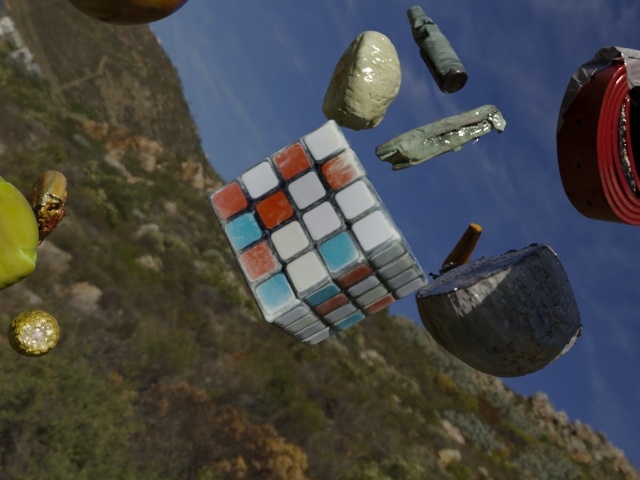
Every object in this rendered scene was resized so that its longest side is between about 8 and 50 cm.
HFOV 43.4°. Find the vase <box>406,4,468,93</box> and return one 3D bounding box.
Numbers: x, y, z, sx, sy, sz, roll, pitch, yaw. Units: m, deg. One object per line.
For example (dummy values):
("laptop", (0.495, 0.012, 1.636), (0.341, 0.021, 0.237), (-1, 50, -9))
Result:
("vase", (0.214, -0.373, 1.539), (0.060, 0.060, 0.211), (87, -16, -57))

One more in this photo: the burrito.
("burrito", (0.273, -0.237, 1.841), (0.096, 0.309, 0.066), (-114, -174, -48))

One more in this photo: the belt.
("belt", (0.551, -0.192, 1.473), (0.115, 0.227, 0.323), (17, -65, 61))

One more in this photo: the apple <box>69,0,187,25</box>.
("apple", (-0.283, -0.436, 1.177), (0.237, 0.207, 0.237), (21, -48, 25))

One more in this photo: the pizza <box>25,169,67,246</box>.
("pizza", (-0.637, -0.050, 1.826), (0.081, 0.228, 0.289), (32, -11, -25))

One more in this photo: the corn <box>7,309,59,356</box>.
("corn", (-0.574, 0.187, 1.609), (0.101, 0.101, 0.310), (68, -17, -3))

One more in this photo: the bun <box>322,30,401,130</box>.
("bun", (0.108, -0.367, 1.915), (0.244, 0.153, 0.243), (-161, -90, -79))

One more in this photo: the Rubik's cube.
("Rubik's cube", (0.000, -0.001, 1.367), (0.256, 0.253, 0.259), (62, 7, 24))

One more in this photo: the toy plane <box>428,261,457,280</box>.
("toy plane", (0.272, 0.104, 1.753), (0.082, 0.160, 0.234), (22, -26, -2))

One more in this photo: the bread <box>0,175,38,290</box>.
("bread", (-0.500, 0.034, 0.867), (0.166, 0.384, 0.112), (59, -12, 26))

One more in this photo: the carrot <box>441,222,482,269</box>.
("carrot", (0.336, 0.028, 1.907), (0.055, 0.055, 0.161), (59, -40, 34))

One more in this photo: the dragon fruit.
("dragon fruit", (0.307, 0.147, 1.441), (0.221, 0.204, 0.283), (61, -24, -5))
